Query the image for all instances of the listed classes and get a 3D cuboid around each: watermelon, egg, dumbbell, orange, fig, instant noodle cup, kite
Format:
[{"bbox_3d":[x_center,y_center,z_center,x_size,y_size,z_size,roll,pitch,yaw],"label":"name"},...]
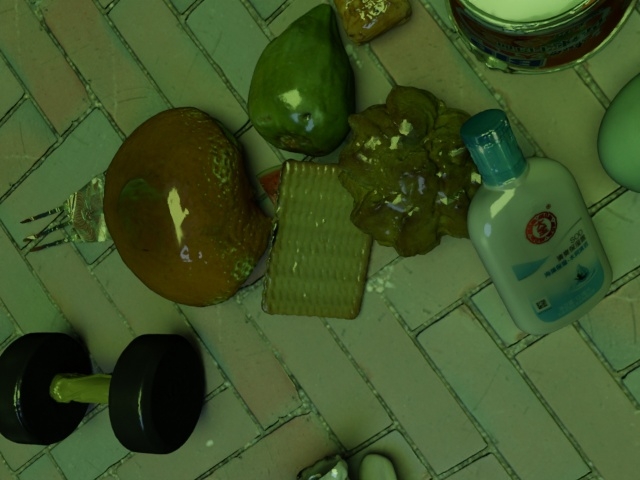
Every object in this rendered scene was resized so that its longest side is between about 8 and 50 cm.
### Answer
[{"bbox_3d":[-0.060,-0.075,1.136,0.135,0.094,0.125,27,111,25],"label":"watermelon"},{"bbox_3d":[0.472,-0.156,0.902,0.231,0.168,0.168,-38,84,13],"label":"egg"},{"bbox_3d":[-0.391,0.265,1.235,0.322,0.203,0.204,-2,96,19],"label":"dumbbell"},{"bbox_3d":[-0.243,-0.047,1.161,0.262,0.196,0.335,-6,101,41],"label":"orange"},{"bbox_3d":[-0.029,-0.245,1.067,0.167,0.167,0.234,5,105,18],"label":"fig"},{"bbox_3d":[0.285,-0.376,0.913,0.296,0.214,0.297,3,98,19],"label":"instant noodle cup"},{"bbox_3d":[-0.473,-0.042,1.325,0.229,0.016,0.127,-14,89,17],"label":"kite"}]

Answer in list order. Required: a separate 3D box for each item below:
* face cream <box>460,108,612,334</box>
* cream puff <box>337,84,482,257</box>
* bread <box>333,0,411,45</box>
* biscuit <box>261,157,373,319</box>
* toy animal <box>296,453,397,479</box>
[{"bbox_3d":[0.282,-0.025,0.944,0.163,0.080,0.337,-34,119,-1],"label":"face cream"},{"bbox_3d":[0.142,-0.099,1.019,0.244,0.196,0.244,-1,124,-2],"label":"cream puff"},{"bbox_3d":[0.057,-0.411,1.059,0.114,0.083,0.211,-25,87,24],"label":"bread"},{"bbox_3d":[0.000,0.000,1.115,0.172,0.029,0.255,6,102,-18],"label":"biscuit"},{"bbox_3d":[0.033,0.491,1.140,0.249,0.174,0.289,-22,88,8],"label":"toy animal"}]
